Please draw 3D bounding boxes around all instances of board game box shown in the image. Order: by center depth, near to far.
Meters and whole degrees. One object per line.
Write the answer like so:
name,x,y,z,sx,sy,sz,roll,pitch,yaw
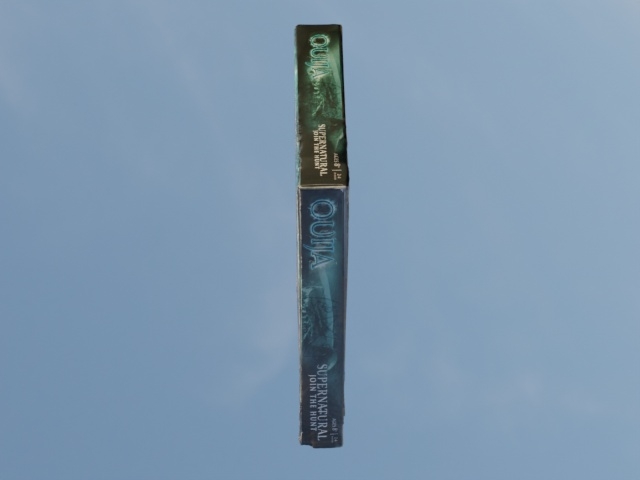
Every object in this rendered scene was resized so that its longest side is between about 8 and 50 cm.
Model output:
board game box,0.000,0.000,1.001,0.026,0.186,0.126,-1,-136,-1
